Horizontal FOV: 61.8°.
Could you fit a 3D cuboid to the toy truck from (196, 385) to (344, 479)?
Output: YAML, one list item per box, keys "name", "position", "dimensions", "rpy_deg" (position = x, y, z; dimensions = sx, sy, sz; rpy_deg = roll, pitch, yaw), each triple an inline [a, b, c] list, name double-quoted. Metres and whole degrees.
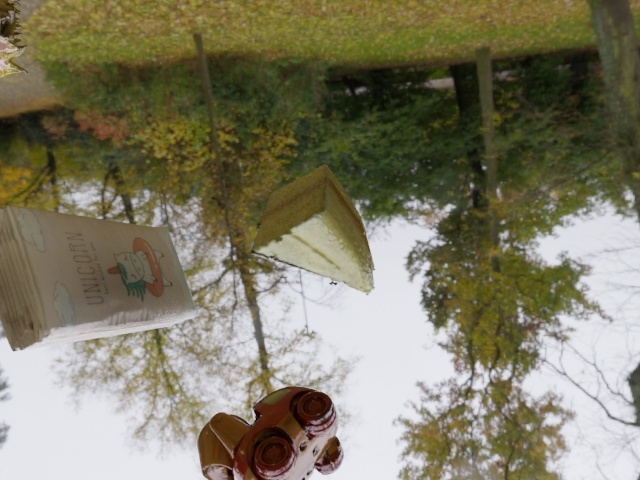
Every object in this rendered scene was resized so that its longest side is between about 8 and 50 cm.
- name: "toy truck"
  position: [-0.102, 0.393, 1.063]
  dimensions: [0.239, 0.189, 0.265]
  rpy_deg: [21, -136, 37]

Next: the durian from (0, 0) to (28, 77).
- name: "durian"
  position: [-0.275, -0.164, 0.291]
  dimensions: [0.182, 0.165, 0.132]
  rpy_deg: [-14, -147, -31]

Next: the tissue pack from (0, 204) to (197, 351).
- name: "tissue pack"
  position: [-0.305, 0.051, 0.756]
  dimensions: [0.071, 0.170, 0.325]
  rpy_deg: [-23, 170, 14]

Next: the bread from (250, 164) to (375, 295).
- name: "bread"
  position: [0.000, 0.000, 0.888]
  dimensions: [0.135, 0.178, 0.240]
  rpy_deg: [-29, -157, 15]
